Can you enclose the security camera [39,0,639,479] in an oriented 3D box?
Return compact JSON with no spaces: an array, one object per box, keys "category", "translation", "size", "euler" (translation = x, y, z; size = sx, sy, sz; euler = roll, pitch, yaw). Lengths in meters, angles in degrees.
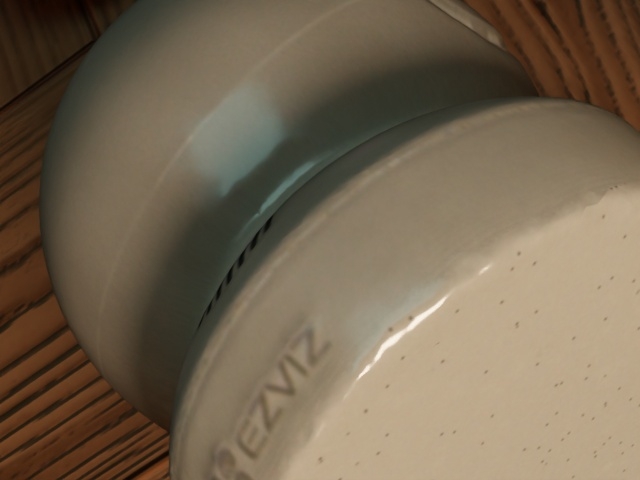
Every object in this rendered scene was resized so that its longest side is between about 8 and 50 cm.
[{"category":"security camera","translation":[0.000,0.000,0.443],"size":[0.194,0.194,0.236],"euler":[-46,49,1]}]
